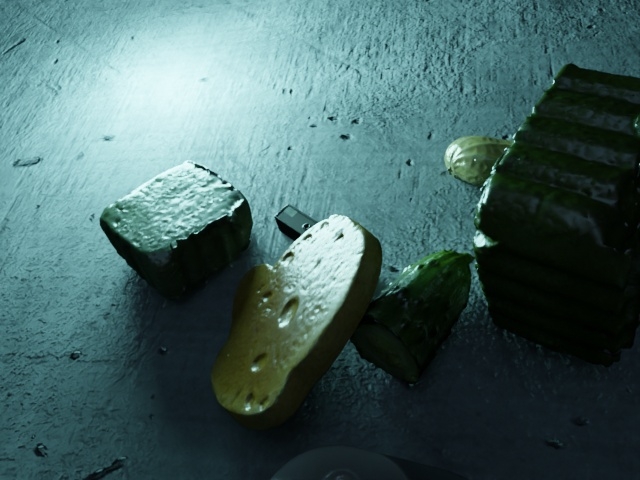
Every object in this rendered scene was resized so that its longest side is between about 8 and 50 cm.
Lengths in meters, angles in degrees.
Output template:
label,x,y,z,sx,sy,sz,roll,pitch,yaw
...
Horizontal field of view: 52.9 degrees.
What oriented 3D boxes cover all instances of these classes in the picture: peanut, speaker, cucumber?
label,x,y,z,sx,sy,sz,roll,pitch,yaw
peanut,0.322,-0.134,1.119,0.214,0.090,0.098,7,11,19
speaker,0.000,0.000,1.125,0.191,0.046,0.040,34,66,32
cucumber,0.160,0.091,0.973,0.134,0.134,0.244,28,55,31

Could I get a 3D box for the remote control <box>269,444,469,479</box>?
label,x,y,z,sx,sy,sz,roll,pitch,yaw
remote control,0.069,0.372,0.778,0.332,0.103,0.221,8,57,18

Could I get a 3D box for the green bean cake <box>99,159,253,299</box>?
label,x,y,z,sx,sy,sz,roll,pitch,yaw
green bean cake,-0.248,-0.026,1.160,0.227,0.125,0.222,-41,52,-21

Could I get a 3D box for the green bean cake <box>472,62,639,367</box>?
label,x,y,z,sx,sy,sz,roll,pitch,yaw
green bean cake,0.366,-0.035,0.876,0.218,0.335,0.319,22,65,29

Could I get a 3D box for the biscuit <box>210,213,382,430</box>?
label,x,y,z,sx,sy,sz,roll,pitch,yaw
biscuit,-0.048,0.113,0.984,0.287,0.057,0.343,14,68,56
